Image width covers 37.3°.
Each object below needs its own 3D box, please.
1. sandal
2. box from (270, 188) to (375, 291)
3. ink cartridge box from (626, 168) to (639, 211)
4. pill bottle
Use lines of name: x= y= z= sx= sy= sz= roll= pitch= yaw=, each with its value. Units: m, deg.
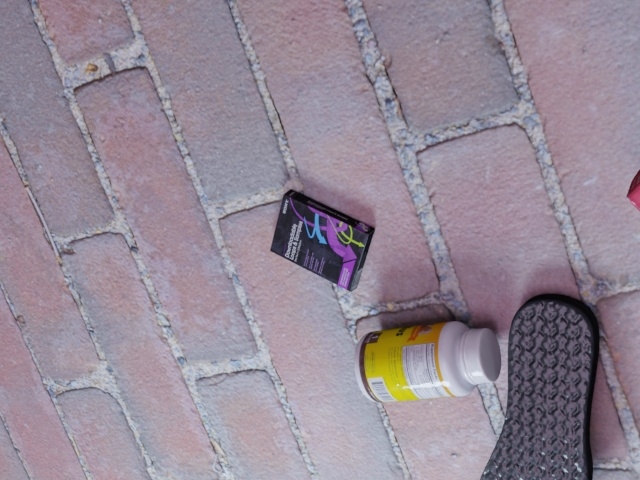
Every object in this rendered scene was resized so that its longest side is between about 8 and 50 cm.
sandal: x=0.351 y=0.296 z=1.459 sx=0.168 sy=0.107 sz=0.445 roll=15 pitch=105 yaw=25
box: x=0.000 y=0.000 z=1.557 sx=0.162 sy=0.029 sz=0.116 roll=26 pitch=122 yaw=19
ink cartridge box: x=0.560 y=-0.093 z=1.131 sx=0.226 sy=0.131 sz=0.306 roll=44 pitch=127 yaw=6
pill bottle: x=0.169 y=0.190 z=1.491 sx=0.215 sy=0.117 sz=0.117 roll=-11 pitch=106 yaw=33
